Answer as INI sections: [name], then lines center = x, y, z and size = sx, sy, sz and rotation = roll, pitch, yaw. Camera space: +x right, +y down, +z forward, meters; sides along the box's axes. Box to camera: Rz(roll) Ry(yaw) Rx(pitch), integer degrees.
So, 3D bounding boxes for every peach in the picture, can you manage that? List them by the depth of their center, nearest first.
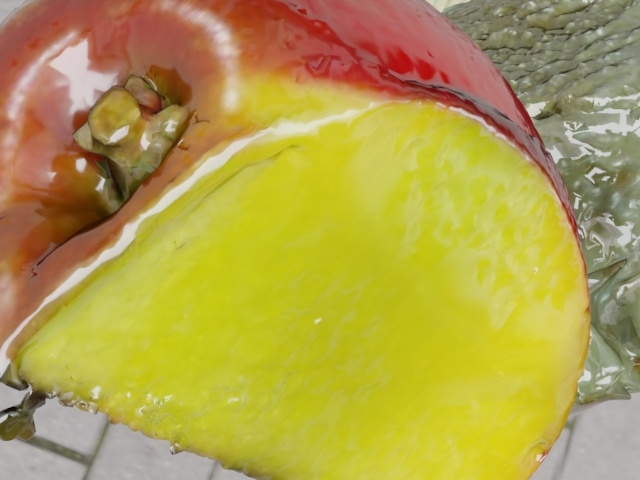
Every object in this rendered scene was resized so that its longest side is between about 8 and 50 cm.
[peach]
center = 0.003, -0.005, 0.530
size = 0.154, 0.159, 0.267
rotation = -45, 136, 12

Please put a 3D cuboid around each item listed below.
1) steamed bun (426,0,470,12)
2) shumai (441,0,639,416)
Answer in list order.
[steamed bun]
center = 0.088, -0.177, 1.354
size = 0.238, 0.153, 0.170
rotation = -14, 62, -4
[shumai]
center = 0.135, -0.029, 0.926
size = 0.260, 0.225, 0.222
rotation = -40, 122, -22
